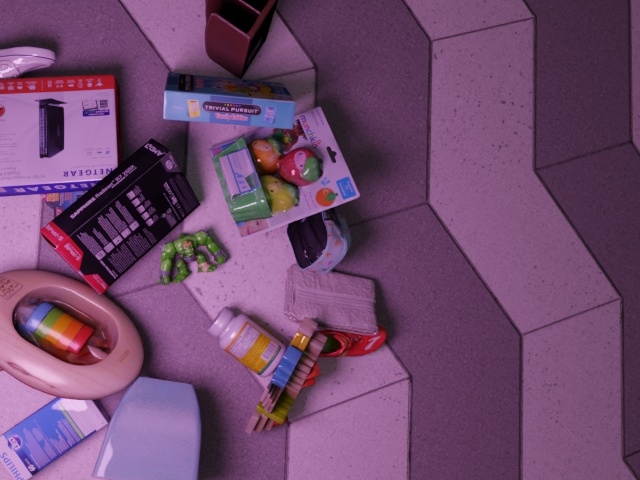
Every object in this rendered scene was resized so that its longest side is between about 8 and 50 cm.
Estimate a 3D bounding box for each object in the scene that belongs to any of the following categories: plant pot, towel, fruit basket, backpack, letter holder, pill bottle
[{"bbox_3d":[-0.428,0.492,1.561,0.247,0.247,0.252,11,69,-12],"label":"plant pot"},{"bbox_3d":[0.032,0.170,1.744,0.282,0.049,0.187,10,52,-13],"label":"towel"},{"bbox_3d":[-0.112,-0.197,1.669,0.353,0.165,0.327,-22,66,3],"label":"fruit basket"},{"bbox_3d":[0.000,0.000,1.708,0.144,0.166,0.188,25,38,-34],"label":"backpack"},{"bbox_3d":[-0.259,-0.609,1.650,0.214,0.302,0.152,31,80,-9],"label":"letter holder"},{"bbox_3d":[-0.208,0.280,1.685,0.208,0.117,0.118,38,78,-8],"label":"pill bottle"}]

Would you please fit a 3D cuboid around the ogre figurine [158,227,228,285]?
[{"bbox_3d":[-0.370,0.043,1.684,0.197,0.097,0.118,-16,107,1],"label":"ogre figurine"}]

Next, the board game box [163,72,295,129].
[{"bbox_3d":[-0.254,-0.388,1.657,0.336,0.254,0.079,2,115,-13],"label":"board game box"}]

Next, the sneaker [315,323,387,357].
[{"bbox_3d":[0.069,0.300,1.747,0.279,0.118,0.107,-7,89,-13],"label":"sneaker"}]

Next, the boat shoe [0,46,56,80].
[{"bbox_3d":[-0.845,-0.459,1.610,0.267,0.096,0.088,-8,91,-12],"label":"boat shoe"}]

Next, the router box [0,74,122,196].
[{"bbox_3d":[-0.702,-0.279,1.592,0.335,0.082,0.301,-6,76,-9],"label":"router box"}]

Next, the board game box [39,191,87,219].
[{"bbox_3d":[-0.669,-0.093,1.638,0.194,0.060,0.194,0,86,-12],"label":"board game box"}]

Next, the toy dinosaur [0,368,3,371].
[{"bbox_3d":[-0.768,0.326,1.595,0.183,0.053,0.093,12,98,-5],"label":"toy dinosaur"}]

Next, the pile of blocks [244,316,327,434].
[{"bbox_3d":[-0.077,0.390,1.630,0.112,0.149,0.362,28,103,4],"label":"pile of blocks"}]

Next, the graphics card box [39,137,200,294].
[{"bbox_3d":[-0.506,-0.062,1.566,0.094,0.233,0.371,34,69,30],"label":"graphics card box"}]

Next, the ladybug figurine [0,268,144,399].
[{"bbox_3d":[-0.671,0.248,1.527,0.449,0.162,0.305,34,39,-4],"label":"ladybug figurine"}]

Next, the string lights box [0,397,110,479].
[{"bbox_3d":[-0.703,0.499,1.574,0.259,0.077,0.133,-34,93,-13],"label":"string lights box"}]
